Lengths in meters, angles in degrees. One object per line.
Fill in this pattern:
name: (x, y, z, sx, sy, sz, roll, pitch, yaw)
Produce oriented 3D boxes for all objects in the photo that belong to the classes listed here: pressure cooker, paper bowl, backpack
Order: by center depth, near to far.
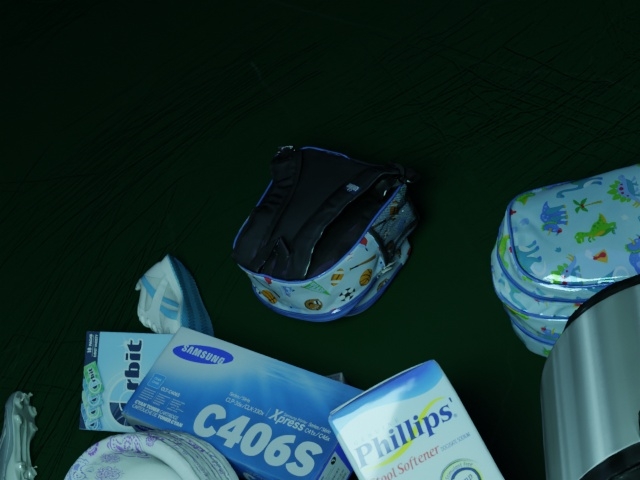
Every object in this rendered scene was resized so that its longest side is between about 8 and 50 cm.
pressure cooker: (0.436, 0.283, 1.478, 0.375, 0.370, 0.420, -57, 15, 36)
paper bowl: (-0.217, 0.400, 1.805, 0.284, 0.148, 0.284, -1, 88, 31)
backpack: (0.418, 0.031, 1.846, 0.355, 0.273, 0.290, -19, 51, 26)
backpack: (0.000, 0.000, 2.072, 0.276, 0.213, 0.263, 13, 49, 41)

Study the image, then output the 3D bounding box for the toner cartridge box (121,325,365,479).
toner cartridge box: (-0.101, 0.248, 1.871, 0.348, 0.075, 0.165, 15, 59, 34)

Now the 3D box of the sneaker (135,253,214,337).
sneaker: (-0.242, 0.129, 2.166, 0.092, 0.087, 0.229, -37, 42, 13)

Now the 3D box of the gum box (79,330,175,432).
gum box: (-0.287, 0.223, 2.072, 0.184, 0.041, 0.157, 0, 83, 25)

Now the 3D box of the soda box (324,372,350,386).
soda box: (-0.076, 0.279, 1.944, 0.263, 0.083, 0.092, -15, 48, 14)

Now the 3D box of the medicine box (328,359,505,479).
medicine box: (0.143, 0.305, 1.613, 0.149, 0.263, 0.289, -29, 82, -1)

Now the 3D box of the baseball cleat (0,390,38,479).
baseball cleat: (-0.507, 0.333, 2.107, 0.109, 0.072, 0.206, -25, 41, 12)
